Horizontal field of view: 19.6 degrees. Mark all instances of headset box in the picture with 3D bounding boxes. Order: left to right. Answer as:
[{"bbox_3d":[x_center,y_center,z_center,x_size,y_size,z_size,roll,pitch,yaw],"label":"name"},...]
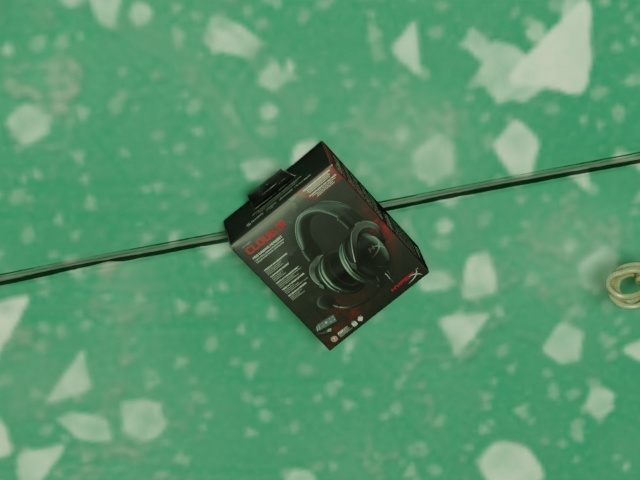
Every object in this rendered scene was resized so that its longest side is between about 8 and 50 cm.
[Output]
[{"bbox_3d":[0.000,0.000,0.864,0.062,0.032,0.083,-38,115,9],"label":"headset box"}]

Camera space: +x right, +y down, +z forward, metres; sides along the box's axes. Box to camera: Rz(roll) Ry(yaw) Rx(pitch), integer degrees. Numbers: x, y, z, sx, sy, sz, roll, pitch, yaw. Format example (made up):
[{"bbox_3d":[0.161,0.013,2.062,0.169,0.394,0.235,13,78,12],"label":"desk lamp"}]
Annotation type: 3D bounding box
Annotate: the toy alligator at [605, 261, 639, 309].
[{"bbox_3d":[0.226,0.020,0.899,0.190,0.056,0.051,-7,155,-6],"label":"toy alligator"}]
